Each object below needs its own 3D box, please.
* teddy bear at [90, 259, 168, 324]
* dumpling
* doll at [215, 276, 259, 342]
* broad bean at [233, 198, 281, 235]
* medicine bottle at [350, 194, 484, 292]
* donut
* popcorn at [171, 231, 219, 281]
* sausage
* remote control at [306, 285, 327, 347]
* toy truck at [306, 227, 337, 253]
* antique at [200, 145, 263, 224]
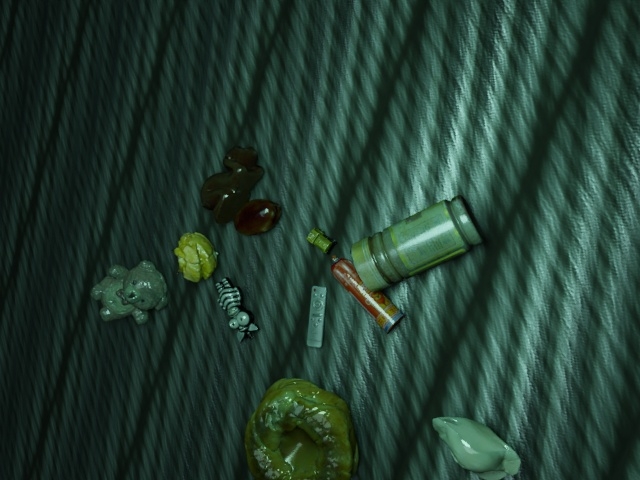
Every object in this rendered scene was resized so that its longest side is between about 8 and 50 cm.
[{"bbox_3d":[-0.669,0.187,1.711,0.267,0.151,0.235,-12,105,26],"label":"teddy bear"},{"bbox_3d":[0.393,0.539,1.251,0.229,0.124,0.151,28,137,27],"label":"dumpling"},{"bbox_3d":[-0.276,0.224,1.576,0.091,0.067,0.219,-33,78,16],"label":"doll"},{"bbox_3d":[-0.208,-0.075,1.545,0.165,0.084,0.114,-7,70,30],"label":"broad bean"},{"bbox_3d":[0.256,0.010,1.292,0.323,0.151,0.151,-27,78,21],"label":"medicine bottle"},{"bbox_3d":[-0.058,0.585,1.418,0.361,0.170,0.359,0,90,19],"label":"donut"},{"bbox_3d":[-0.413,0.057,1.600,0.152,0.148,0.167,-16,66,-7],"label":"popcorn"},{"bbox_3d":[0.123,0.144,1.394,0.274,0.074,0.074,46,107,19],"label":"sausage"},{"bbox_3d":[-0.009,0.232,1.478,0.050,0.027,0.184,4,86,23],"label":"remote control"},{"bbox_3d":[0.000,0.000,1.461,0.083,0.054,0.049,38,104,21],"label":"toy truck"},{"bbox_3d":[-0.292,-0.193,1.567,0.143,0.121,0.256,47,114,27],"label":"antique"}]
